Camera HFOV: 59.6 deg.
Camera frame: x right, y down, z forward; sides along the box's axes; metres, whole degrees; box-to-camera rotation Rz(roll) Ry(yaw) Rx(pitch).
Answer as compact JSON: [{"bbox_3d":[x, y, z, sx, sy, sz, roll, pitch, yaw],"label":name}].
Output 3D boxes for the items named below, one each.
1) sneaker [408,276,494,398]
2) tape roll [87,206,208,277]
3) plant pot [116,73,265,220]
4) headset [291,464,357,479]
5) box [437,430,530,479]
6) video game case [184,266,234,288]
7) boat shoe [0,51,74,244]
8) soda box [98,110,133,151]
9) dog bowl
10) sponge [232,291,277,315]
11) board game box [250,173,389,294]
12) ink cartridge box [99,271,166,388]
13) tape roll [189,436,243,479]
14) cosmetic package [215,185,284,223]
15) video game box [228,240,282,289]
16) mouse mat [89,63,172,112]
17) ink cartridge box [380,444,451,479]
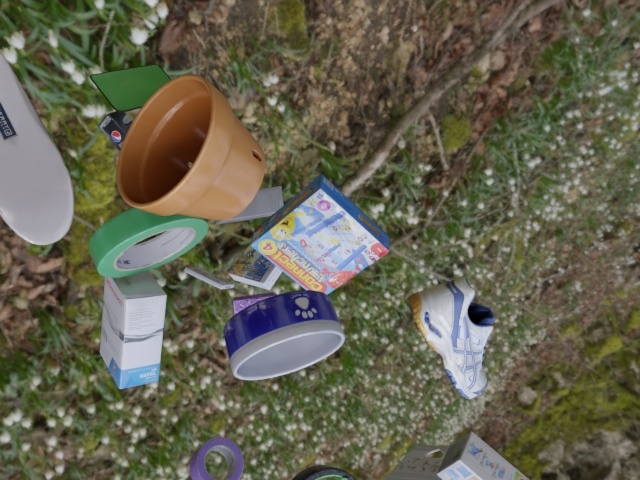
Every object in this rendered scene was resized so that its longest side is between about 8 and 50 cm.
[{"bbox_3d":[0.283,0.193,1.065,0.130,0.296,0.112,-28,-144,11],"label":"sneaker"},{"bbox_3d":[-0.472,-0.006,1.550,0.321,0.077,0.321,-28,169,-6],"label":"tape roll"},{"bbox_3d":[-0.254,-0.170,1.176,0.290,0.291,0.203,-26,147,28],"label":"plant pot"},{"bbox_3d":[-0.017,0.718,1.266,0.185,0.243,0.394,-15,-142,58],"label":"headset"},{"bbox_3d":[0.427,0.619,1.451,0.103,0.203,0.114,-43,169,-46],"label":"box"},{"bbox_3d":[-0.407,0.137,2.055,0.143,0.157,0.019,17,98,-82],"label":"video game case"},{"bbox_3d":[-0.518,-0.157,0.962,0.127,0.341,0.158,-20,-173,-19],"label":"boat shoe"},{"bbox_3d":[-0.484,-0.251,1.431,0.053,0.169,0.060,-36,-174,32],"label":"soda box"},{"bbox_3d":[-0.084,0.219,1.274,0.264,0.104,0.265,-17,154,-8],"label":"dog bowl"},{"bbox_3d":[-0.167,0.247,1.486,0.117,0.210,0.031,-5,-167,-10],"label":"sponge"},{"bbox_3d":[0.000,0.000,1.718,0.302,0.308,0.086,-38,-154,26],"label":"board game box"},{"bbox_3d":[-0.584,0.259,1.727,0.128,0.308,0.223,-3,-156,-35],"label":"ink cartridge box"},{"bbox_3d":[-0.393,0.850,2.114,0.189,0.189,0.080,-30,168,-45],"label":"tape roll"},{"bbox_3d":[-0.264,-0.127,2.022,0.237,0.107,0.127,-7,178,-23],"label":"cosmetic package"},{"bbox_3d":[-0.209,0.076,2.015,0.205,0.048,0.187,10,-126,42],"label":"video game box"},{"bbox_3d":[-0.454,-0.383,1.392,0.189,0.153,0.007,-25,153,-35],"label":"mouse mat"},{"bbox_3d":[0.288,0.702,1.616,0.261,0.066,0.296,-31,178,-30],"label":"ink cartridge box"}]
